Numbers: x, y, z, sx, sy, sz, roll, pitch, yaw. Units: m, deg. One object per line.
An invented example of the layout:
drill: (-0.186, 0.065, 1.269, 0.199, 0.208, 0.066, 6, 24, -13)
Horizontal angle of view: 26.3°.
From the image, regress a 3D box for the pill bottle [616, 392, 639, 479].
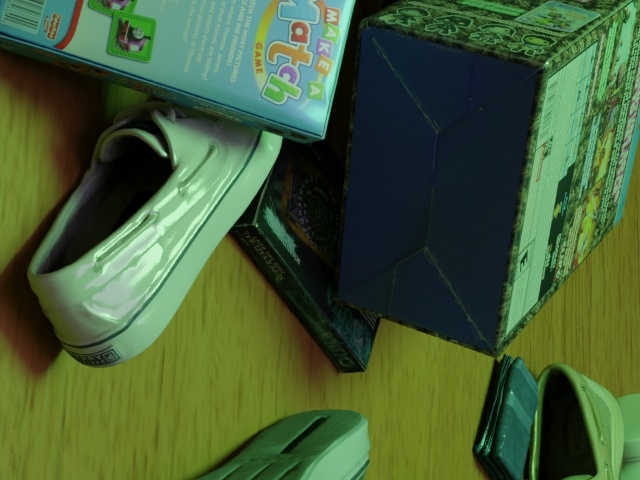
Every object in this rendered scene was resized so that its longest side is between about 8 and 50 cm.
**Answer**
pill bottle: (0.372, 0.301, 1.505, 0.146, 0.146, 0.264, -48, 124, -52)

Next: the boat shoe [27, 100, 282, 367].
boat shoe: (-0.097, -0.043, 0.851, 0.084, 0.095, 0.258, 62, 35, -37)

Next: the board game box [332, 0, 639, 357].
board game box: (0.147, -0.086, 1.079, 0.291, 0.141, 0.232, -36, 139, -53)

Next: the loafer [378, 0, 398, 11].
loafer: (0.102, -0.254, 1.179, 0.092, 0.102, 0.269, -1, 100, -37)

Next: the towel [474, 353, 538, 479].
towel: (0.183, 0.175, 1.332, 0.067, 0.029, 0.119, 55, 40, -37)

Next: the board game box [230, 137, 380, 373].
board game box: (0.000, 0.000, 1.069, 0.186, 0.026, 0.126, 54, 41, -39)

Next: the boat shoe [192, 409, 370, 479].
boat shoe: (-0.036, 0.195, 0.892, 0.302, 0.109, 0.094, -23, 105, -61)

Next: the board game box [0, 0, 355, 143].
board game box: (-0.080, -0.164, 0.826, 0.211, 0.039, 0.160, 16, 81, -21)

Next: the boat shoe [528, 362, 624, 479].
boat shoe: (0.248, 0.267, 1.352, 0.098, 0.109, 0.302, 39, 46, -42)
